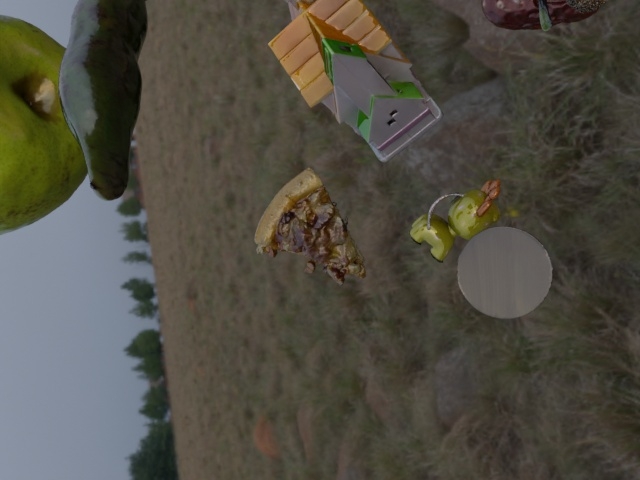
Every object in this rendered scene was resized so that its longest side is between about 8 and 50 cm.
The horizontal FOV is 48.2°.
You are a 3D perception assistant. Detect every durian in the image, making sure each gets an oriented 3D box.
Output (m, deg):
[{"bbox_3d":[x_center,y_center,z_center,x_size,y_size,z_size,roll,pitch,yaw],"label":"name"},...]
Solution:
[{"bbox_3d":[0.394,-0.371,1.040,0.091,0.080,0.080,13,115,34],"label":"durian"}]

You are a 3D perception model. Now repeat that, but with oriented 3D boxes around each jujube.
[{"bbox_3d":[0.425,-0.485,1.376,0.155,0.230,0.155,8,-90,-68],"label":"jujube"}]

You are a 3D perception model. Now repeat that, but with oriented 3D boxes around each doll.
[{"bbox_3d":[0.311,-0.055,1.574,0.221,0.135,0.143,-43,6,30],"label":"doll"}]

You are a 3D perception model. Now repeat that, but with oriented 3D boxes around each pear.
[{"bbox_3d":[-0.576,-0.180,1.186,0.391,0.391,0.391,172,90,-76],"label":"pear"}]

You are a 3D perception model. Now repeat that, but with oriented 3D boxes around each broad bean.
[{"bbox_3d":[-0.203,-0.167,0.675,0.077,0.061,0.339,38,-144,-42],"label":"broad bean"}]

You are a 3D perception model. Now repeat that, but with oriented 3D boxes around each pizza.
[{"bbox_3d":[0.001,-0.001,1.095,0.154,0.194,0.069,-52,14,-2],"label":"pizza"}]

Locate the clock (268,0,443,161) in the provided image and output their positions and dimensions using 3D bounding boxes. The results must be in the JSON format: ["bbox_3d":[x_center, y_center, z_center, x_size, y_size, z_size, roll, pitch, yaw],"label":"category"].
[{"bbox_3d":[0.036,-0.300,1.174,0.309,0.166,0.235,32,-156,-56],"label":"clock"}]

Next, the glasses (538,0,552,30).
[{"bbox_3d":[0.364,-0.463,1.188,0.239,0.207,0.102,-59,8,-14],"label":"glasses"}]

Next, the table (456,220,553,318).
[{"bbox_3d":[0.359,0.041,1.368,0.227,0.167,0.167,-25,-70,-70],"label":"table"}]
